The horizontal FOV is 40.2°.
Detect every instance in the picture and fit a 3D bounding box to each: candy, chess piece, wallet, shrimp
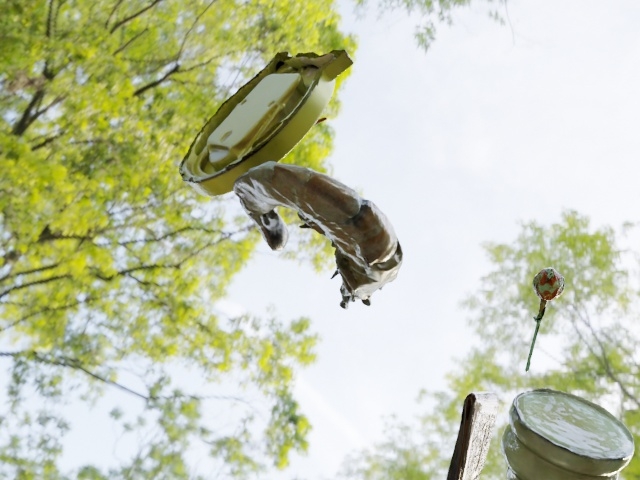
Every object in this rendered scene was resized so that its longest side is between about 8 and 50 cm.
[{"bbox_3d":[0.361,0.132,1.447,0.049,0.055,0.185,10,-75,-4],"label":"candy"},{"bbox_3d":[0.324,0.404,1.314,0.182,0.182,0.330,16,-68,2],"label":"chess piece"},{"bbox_3d":[0.297,0.389,1.697,0.042,0.161,0.195,14,-91,24],"label":"wallet"},{"bbox_3d":[0.000,0.000,1.191,0.247,0.085,0.360,21,-22,21],"label":"shrimp"}]

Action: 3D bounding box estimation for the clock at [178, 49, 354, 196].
[{"bbox_3d":[-0.087,-0.174,1.338,0.293,0.277,0.071,-45,-63,-7],"label":"clock"}]
